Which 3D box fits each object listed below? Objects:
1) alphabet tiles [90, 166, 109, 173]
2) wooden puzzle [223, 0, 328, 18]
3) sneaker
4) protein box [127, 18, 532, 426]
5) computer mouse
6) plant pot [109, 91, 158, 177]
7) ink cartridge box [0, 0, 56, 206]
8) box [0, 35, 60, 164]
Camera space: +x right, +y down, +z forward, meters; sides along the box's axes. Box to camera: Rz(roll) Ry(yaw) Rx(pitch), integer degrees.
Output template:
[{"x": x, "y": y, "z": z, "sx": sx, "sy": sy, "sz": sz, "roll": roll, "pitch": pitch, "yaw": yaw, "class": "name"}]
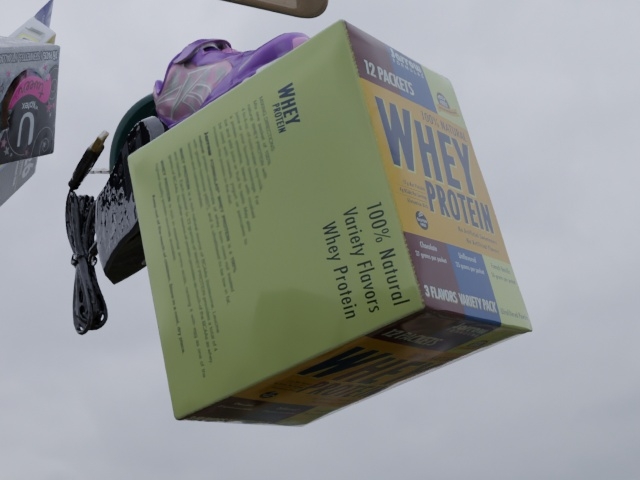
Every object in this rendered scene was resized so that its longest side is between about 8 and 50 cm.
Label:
[{"x": -0.270, "y": -0.132, "z": 1.837, "sx": 0.237, "sy": 0.009, "sz": 0.198, "roll": -10, "pitch": 8, "yaw": -29, "class": "alphabet tiles"}, {"x": -0.098, "y": -0.368, "z": 1.171, "sx": 0.239, "sy": 0.221, "sz": 0.044, "roll": 4, "pitch": -3, "yaw": -30, "class": "wooden puzzle"}, {"x": -0.089, "y": -0.144, "z": 0.973, "sx": 0.095, "sy": 0.104, "sz": 0.236, "roll": -10, "pitch": -10, "yaw": -37, "class": "sneaker"}, {"x": 0.000, "y": 0.000, "z": 0.722, "sx": 0.201, "sy": 0.199, "sz": 0.136, "roll": -28, "pitch": -25, "yaw": 31, "class": "protein box"}, {"x": -0.179, "y": -0.045, "z": 1.011, "sx": 0.060, "sy": 0.184, "sz": 0.262, "roll": 6, "pitch": -39, "yaw": -29, "class": "computer mouse"}, {"x": -0.064, "y": -0.099, "z": 1.262, "sx": 0.272, "sy": 0.255, "sz": 0.271, "roll": 15, "pitch": -55, "yaw": 22, "class": "plant pot"}, {"x": -0.500, "y": -0.192, "z": 1.715, "sx": 0.072, "sy": 0.307, "sz": 0.303, "roll": 27, "pitch": -48, "yaw": 5, "class": "ink cartridge box"}, {"x": -0.427, "y": -0.160, "z": 1.212, "sx": 0.163, "sy": 0.142, "sz": 0.247, "roll": 11, "pitch": 15, "yaw": 13, "class": "box"}]
